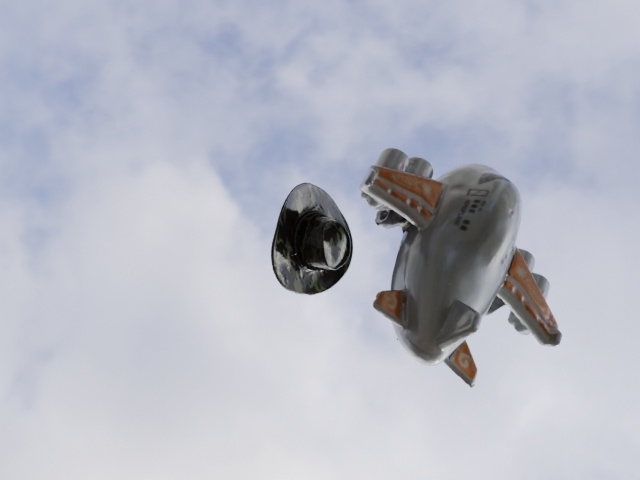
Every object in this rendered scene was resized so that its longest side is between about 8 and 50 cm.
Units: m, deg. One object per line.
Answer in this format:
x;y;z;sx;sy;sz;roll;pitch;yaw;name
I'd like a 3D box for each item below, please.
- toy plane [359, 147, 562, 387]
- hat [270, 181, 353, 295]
0.128;0.016;0.941;0.117;0.245;0.244;-35;-94;46;toy plane
0.000;0.000;1.059;0.050;0.121;0.121;8;-73;47;hat
